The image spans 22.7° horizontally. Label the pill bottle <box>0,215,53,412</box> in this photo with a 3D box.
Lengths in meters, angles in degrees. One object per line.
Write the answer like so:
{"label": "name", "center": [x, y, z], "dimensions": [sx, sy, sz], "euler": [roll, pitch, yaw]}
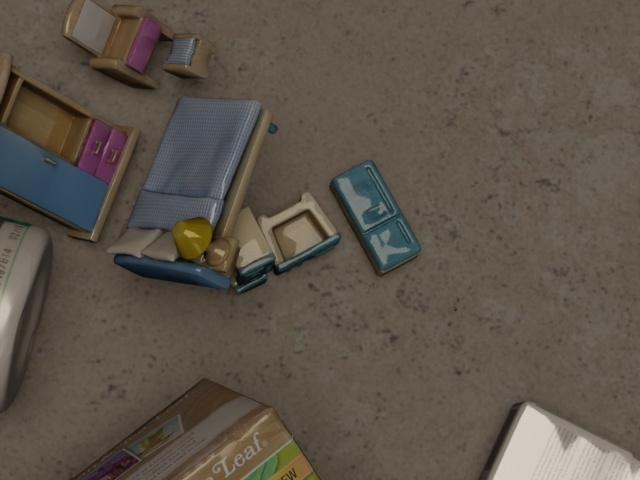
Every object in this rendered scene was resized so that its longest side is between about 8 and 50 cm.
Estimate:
{"label": "pill bottle", "center": [-0.476, 0.043, 1.652], "dimensions": [0.361, 0.204, 0.204], "euler": [14, 79, -4]}

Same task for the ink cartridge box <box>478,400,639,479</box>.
{"label": "ink cartridge box", "center": [0.272, 0.364, 1.738], "dimensions": [0.261, 0.066, 0.296], "euler": [27, 79, -1]}

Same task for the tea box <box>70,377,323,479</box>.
{"label": "tea box", "center": [-0.123, 0.363, 1.528], "dimensions": [0.329, 0.220, 0.323], "euler": [-38, 105, -16]}

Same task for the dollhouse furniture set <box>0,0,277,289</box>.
{"label": "dollhouse furniture set", "center": [-0.193, -0.127, 1.632], "dimensions": [0.198, 0.303, 0.286], "euler": [31, 75, -44]}

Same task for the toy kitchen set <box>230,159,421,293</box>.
{"label": "toy kitchen set", "center": [0.000, 0.000, 1.723], "dimensions": [0.207, 0.166, 0.122], "euler": [-28, 84, -9]}
